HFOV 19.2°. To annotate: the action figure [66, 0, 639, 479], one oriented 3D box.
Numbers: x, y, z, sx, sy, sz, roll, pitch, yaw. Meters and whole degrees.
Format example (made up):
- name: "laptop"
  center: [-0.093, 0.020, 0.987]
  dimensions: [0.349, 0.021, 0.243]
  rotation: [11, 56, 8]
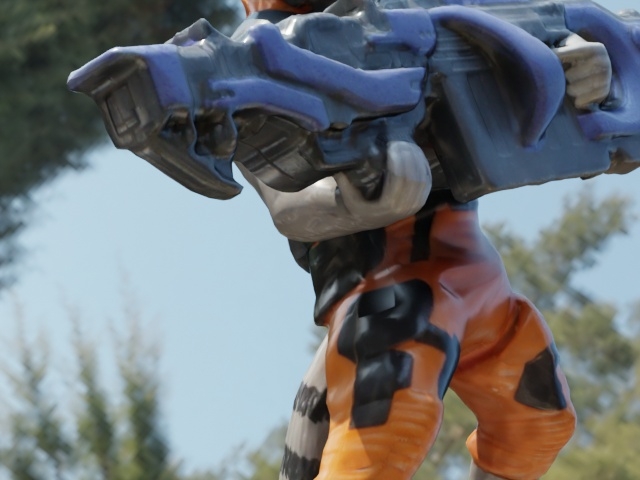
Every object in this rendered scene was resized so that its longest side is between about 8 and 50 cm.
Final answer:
- name: "action figure"
  center: [0.000, 0.000, 0.755]
  dimensions: [0.178, 0.330, 0.341]
  rotation: [-13, -9, 41]
